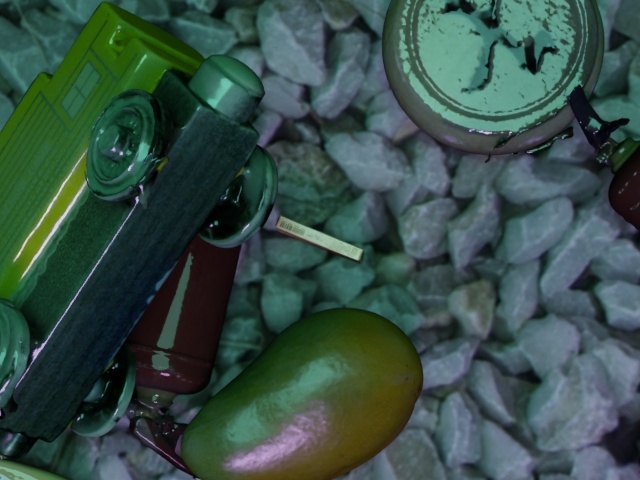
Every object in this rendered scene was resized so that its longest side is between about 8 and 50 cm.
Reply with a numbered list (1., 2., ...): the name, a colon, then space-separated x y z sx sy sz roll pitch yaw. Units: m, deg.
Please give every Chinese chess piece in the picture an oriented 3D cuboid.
1. Chinese chess piece: 0.180 -0.199 1.554 0.237 0.092 0.238 0 83 2

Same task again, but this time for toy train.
1. toy train: -0.224 -0.014 1.438 0.442 0.179 0.272 -55 43 12

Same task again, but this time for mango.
1. mango: -0.015 0.168 1.490 0.251 0.114 0.156 -35 116 -11

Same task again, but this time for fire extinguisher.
1. fire extinguisher: 0.377 -0.031 1.498 0.344 0.138 0.102 41 83 6
2. fire extinguisher: -0.127 0.070 1.535 0.147 0.106 0.337 14 84 -19

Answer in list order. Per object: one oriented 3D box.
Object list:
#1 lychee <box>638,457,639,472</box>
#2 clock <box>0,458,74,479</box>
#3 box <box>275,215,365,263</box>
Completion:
1. lychee: 0.405 0.233 1.447 0.188 0.188 0.188 0 82 3
2. clock: -0.353 0.290 1.526 0.232 0.069 0.170 22 84 7
3. box: 0.000 0.000 1.552 0.093 0.058 0.015 22 88 6
